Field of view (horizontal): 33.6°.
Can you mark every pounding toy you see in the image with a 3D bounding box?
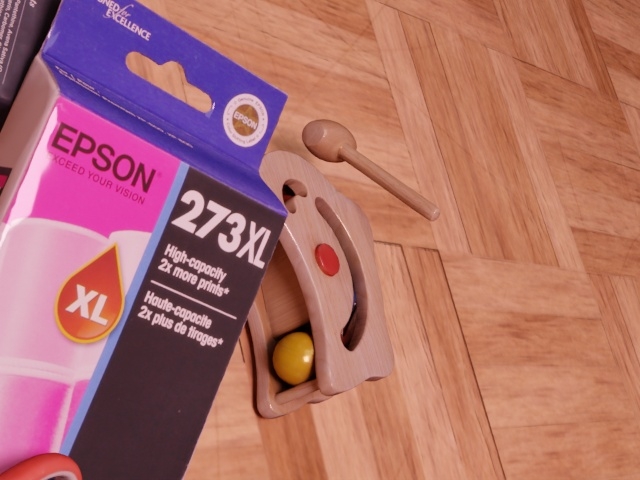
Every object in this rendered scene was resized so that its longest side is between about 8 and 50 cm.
[{"bbox_3d":[0.000,0.000,0.881,0.154,0.155,0.270,21,52,-47],"label":"pounding toy"}]

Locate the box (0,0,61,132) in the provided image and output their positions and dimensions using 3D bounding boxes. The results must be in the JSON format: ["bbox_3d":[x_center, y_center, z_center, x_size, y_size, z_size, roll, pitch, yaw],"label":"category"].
[{"bbox_3d":[-0.248,-0.130,0.657,0.207,0.153,0.108,25,66,-39],"label":"box"}]

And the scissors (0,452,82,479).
[{"bbox_3d":[-0.182,0.119,0.461,0.109,0.021,0.297,-64,158,-17],"label":"scissors"}]

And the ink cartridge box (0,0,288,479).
[{"bbox_3d":[-0.133,0.041,0.629,0.175,0.069,0.371,28,77,-37],"label":"ink cartridge box"}]
